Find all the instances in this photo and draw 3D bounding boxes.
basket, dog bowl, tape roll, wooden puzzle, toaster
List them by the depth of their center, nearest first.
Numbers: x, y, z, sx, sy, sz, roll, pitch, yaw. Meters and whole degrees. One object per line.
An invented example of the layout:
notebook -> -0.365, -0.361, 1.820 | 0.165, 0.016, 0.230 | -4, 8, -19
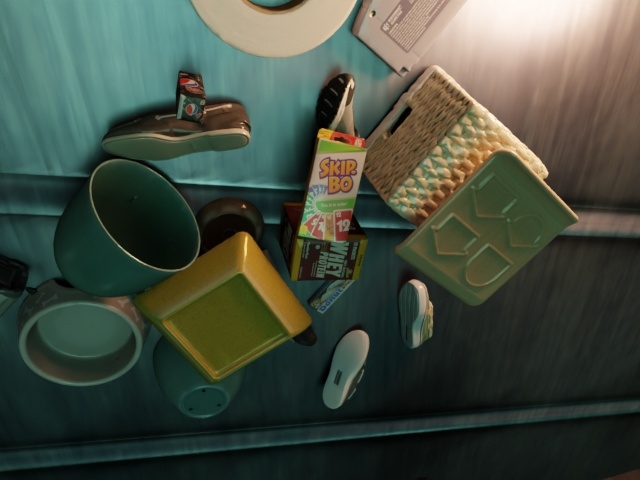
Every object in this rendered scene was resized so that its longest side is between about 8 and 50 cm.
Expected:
tape roll -> -0.097, -0.581, 1.065 | 0.391, 0.072, 0.392 | -8, 123, -12
wooden puzzle -> 0.391, -0.025, 1.249 | 0.322, 0.080, 0.348 | 33, 114, -30
toaster -> -0.831, 0.111, 1.264 | 0.146, 0.129, 0.227 | -43, 126, 18
basket -> 0.322, -0.197, 1.323 | 0.331, 0.266, 0.328 | 31, 110, -29
dog bowl -> -0.649, 0.259, 1.429 | 0.348, 0.102, 0.349 | -8, 123, -12

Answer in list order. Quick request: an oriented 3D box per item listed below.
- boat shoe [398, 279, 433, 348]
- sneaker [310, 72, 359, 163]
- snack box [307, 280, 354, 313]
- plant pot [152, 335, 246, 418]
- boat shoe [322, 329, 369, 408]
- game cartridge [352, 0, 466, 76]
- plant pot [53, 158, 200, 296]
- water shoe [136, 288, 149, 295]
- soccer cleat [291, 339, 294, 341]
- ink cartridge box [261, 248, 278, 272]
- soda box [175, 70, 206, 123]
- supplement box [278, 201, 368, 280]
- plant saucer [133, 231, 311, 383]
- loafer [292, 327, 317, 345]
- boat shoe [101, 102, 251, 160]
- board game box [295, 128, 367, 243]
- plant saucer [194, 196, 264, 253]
boat shoe -> 0.321, 0.233, 1.712 | 0.094, 0.109, 0.302 | -23, 136, -20
sneaker -> 0.047, -0.284, 1.295 | 0.108, 0.100, 0.272 | -7, 130, -24
snack box -> 0.040, 0.149, 1.609 | 0.064, 0.022, 0.178 | 32, 108, -32
plant pot -> -0.352, 0.411, 1.558 | 0.290, 0.195, 0.290 | -8, 124, -12
boat shoe -> 0.103, 0.434, 1.772 | 0.102, 0.108, 0.301 | -3, 115, -53
game cartridge -> 0.216, -0.551, 1.189 | 0.196, 0.060, 0.294 | 29, 110, -34
plant pot -> -0.471, -0.004, 1.211 | 0.235, 0.293, 0.293 | -32, 127, 25
water shoe -> -0.452, 0.177, 1.465 | 0.080, 0.073, 0.203 | -14, 123, 19
soccer cleat -> -0.093, 0.300, 1.664 | 0.083, 0.029, 0.036 | 28, 115, -25
ink cartridge box -> -0.241, 0.166, 1.426 | 0.278, 0.201, 0.117 | -22, 124, -1
soda box -> -0.283, -0.312, 1.123 | 0.053, 0.169, 0.060 | 6, 120, -21
supplement box -> 0.000, 0.000, 1.395 | 0.191, 0.194, 0.129 | 0, 122, -17
plant saucer -> -0.230, 0.196, 1.282 | 0.332, 0.081, 0.333 | -32, 117, 3
loafer -> -0.078, 0.253, 1.608 | 0.078, 0.076, 0.223 | -35, 121, 17
boat shoe -> -0.330, -0.257, 1.207 | 0.335, 0.096, 0.112 | -6, 159, -9
board game box -> 0.028, -0.128, 1.245 | 0.124, 0.039, 0.260 | 10, 94, -18
plant saucer -> -0.247, -0.021, 1.405 | 0.198, 0.036, 0.199 | -8, 123, -12
